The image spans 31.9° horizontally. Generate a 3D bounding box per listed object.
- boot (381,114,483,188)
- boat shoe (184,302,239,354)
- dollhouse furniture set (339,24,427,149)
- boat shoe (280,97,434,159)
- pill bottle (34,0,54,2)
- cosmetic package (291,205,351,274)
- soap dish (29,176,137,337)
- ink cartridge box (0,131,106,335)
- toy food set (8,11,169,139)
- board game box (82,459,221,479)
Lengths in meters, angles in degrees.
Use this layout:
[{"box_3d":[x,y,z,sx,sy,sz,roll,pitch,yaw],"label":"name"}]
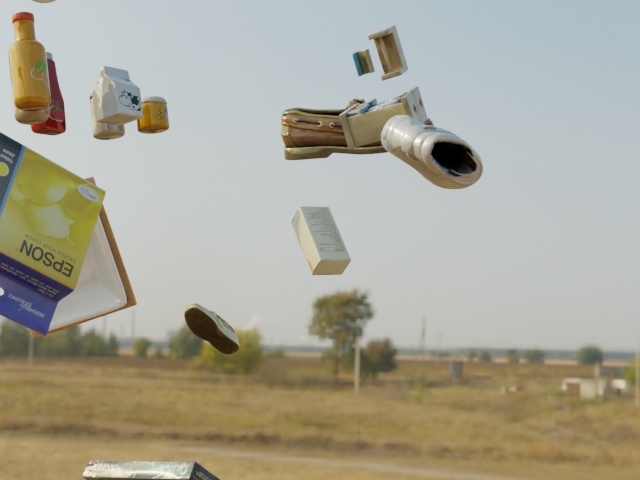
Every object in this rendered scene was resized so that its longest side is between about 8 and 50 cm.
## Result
[{"box_3d":[0.220,-0.129,1.881,0.258,0.095,0.123,18,10,-45],"label":"boot"},{"box_3d":[-0.197,0.153,2.009,0.050,0.045,0.135,-28,-53,16],"label":"boat shoe"},{"box_3d":[0.099,-0.278,2.007,0.129,0.184,0.129,-14,12,18],"label":"dollhouse furniture set"},{"box_3d":[0.072,-0.224,2.187,0.307,0.105,0.111,-6,12,3],"label":"boat shoe"},{"box_3d":[-0.506,-0.485,1.913,0.103,0.103,0.184,8,25,-49],"label":"pill bottle"},{"box_3d":[0.000,0.000,1.815,0.060,0.115,0.041,1,-40,-28],"label":"cosmetic package"},{"box_3d":[-0.540,0.032,2.351,0.228,0.291,0.118,-18,12,-7],"label":"soap dish"},{"box_3d":[-0.572,-0.025,2.071,0.072,0.307,0.303,-19,-40,42],"label":"ink cartridge box"},{"box_3d":[-0.282,-0.185,1.303,0.111,0.105,0.232,-13,-10,37],"label":"toy food set"},{"box_3d":[-0.191,0.313,1.396,0.186,0.026,0.126,-8,-40,36],"label":"board game box"}]
